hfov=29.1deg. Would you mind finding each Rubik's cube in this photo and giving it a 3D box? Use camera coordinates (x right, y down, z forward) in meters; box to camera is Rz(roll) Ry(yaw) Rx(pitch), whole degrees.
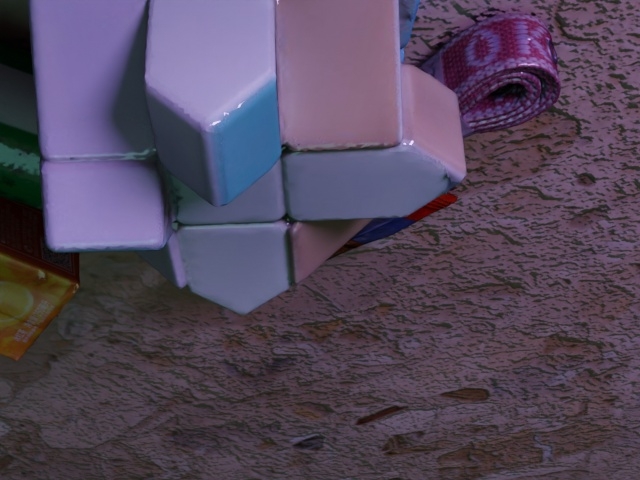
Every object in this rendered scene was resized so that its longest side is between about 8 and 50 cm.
[{"bbox_3d":[-0.039,-0.090,0.647,0.224,0.213,0.265,3,144,-5],"label":"Rubik's cube"}]

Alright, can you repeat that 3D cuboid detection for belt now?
[{"bbox_3d":[0.050,-0.075,0.810,0.232,0.053,0.071,-28,139,31],"label":"belt"}]

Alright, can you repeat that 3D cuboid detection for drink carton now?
[{"bbox_3d":[-0.288,0.000,0.870,0.223,0.071,0.096,25,121,-32],"label":"drink carton"}]

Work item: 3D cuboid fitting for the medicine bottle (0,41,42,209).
[{"bbox_3d":[-0.177,-0.068,0.776,0.260,0.095,0.095,18,140,-25],"label":"medicine bottle"}]

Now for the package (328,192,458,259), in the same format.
[{"bbox_3d":[0.000,0.000,0.921,0.200,0.022,0.083,-25,162,29],"label":"package"}]
